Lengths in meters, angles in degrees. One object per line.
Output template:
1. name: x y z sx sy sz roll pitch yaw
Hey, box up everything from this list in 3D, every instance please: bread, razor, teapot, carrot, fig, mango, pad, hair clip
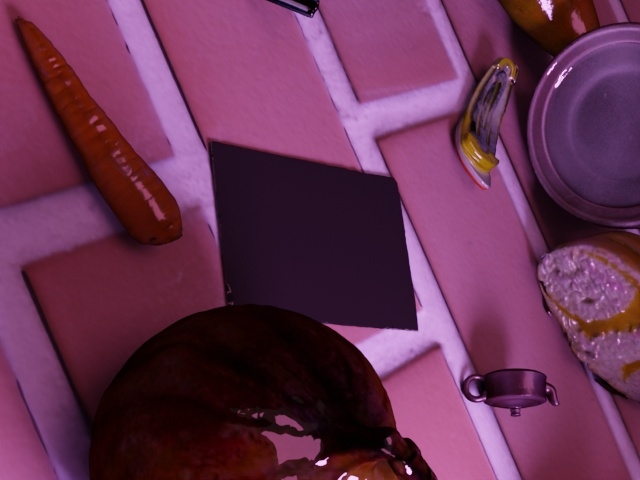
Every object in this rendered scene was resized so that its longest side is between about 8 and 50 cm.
1. bread: 0.370 0.072 1.258 0.261 0.158 0.156 35 48 -32
2. razor: 0.013 -0.287 1.144 0.082 0.042 0.253 24 42 15
3. teapot: 0.192 0.155 1.111 0.100 0.068 0.045 3 69 -6
4. carrot: -0.180 -0.086 0.869 0.216 0.048 0.048 56 44 -3
5. fig: -0.044 0.151 0.788 0.235 0.214 0.235 9 58 -15
6. mango: 0.263 -0.336 1.357 0.267 0.111 0.133 65 27 -5
7. pad: 0.000 0.000 1.032 0.243 0.004 0.163 9 67 -42
8. teapot: 0.445 -0.163 1.335 0.312 0.315 0.233 -1 41 -52
9. hair clip: 0.189 -0.141 1.256 0.060 0.033 0.188 40 52 -23
